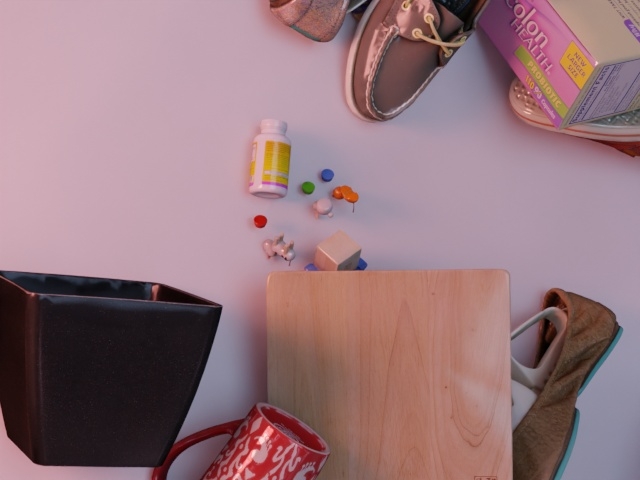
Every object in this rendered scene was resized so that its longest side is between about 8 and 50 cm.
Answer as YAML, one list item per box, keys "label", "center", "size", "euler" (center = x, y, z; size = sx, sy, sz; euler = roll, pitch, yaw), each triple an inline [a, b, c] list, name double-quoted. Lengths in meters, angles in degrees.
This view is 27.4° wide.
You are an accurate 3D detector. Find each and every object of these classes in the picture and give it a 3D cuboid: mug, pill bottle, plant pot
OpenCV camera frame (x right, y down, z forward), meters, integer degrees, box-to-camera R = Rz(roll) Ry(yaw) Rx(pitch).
- label: "mug"
  center: [-0.087, 0.249, 1.329]
  size: [0.150, 0.113, 0.169]
  euler: [33, 97, -5]
- label: "pill bottle"
  center: [-0.055, -0.091, 1.461]
  size: [0.043, 0.043, 0.083]
  euler: [10, 79, -26]
- label: "plant pot"
  center: [-0.223, 0.126, 1.278]
  size: [0.188, 0.187, 0.167]
  euler: [7, 92, -27]

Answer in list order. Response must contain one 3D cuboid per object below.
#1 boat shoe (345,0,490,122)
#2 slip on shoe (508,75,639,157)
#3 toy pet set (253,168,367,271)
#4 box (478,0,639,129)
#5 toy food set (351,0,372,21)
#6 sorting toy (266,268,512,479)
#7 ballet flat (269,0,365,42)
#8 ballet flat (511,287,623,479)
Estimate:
- label: "boat shoe"
  center: [0.132, -0.268, 1.508]
  size: [0.109, 0.091, 0.305]
  euler: [28, 93, -33]
- label: "slip on shoe"
  center: [0.391, -0.152, 1.668]
  size: [0.331, 0.101, 0.123]
  euler: [5, 54, -15]
- label: "toy pet set"
  center: [0.000, 0.000, 1.482]
  size: [0.122, 0.065, 0.114]
  euler: [-34, 64, -29]
- label: "box"
  center: [0.344, -0.270, 1.601]
  size: [0.243, 0.117, 0.214]
  euler: [-16, 60, -29]
- label: "toy food set"
  center: [0.078, -0.259, 1.565]
  size: [0.078, 0.019, 0.122]
  euler: [-22, 93, -28]
- label: "sorting toy"
  center: [0.075, 0.160, 1.412]
  size: [0.255, 0.089, 0.257]
  euler: [-1, 89, 6]
- label: "ballet flat"
  center: [0.052, -0.361, 1.529]
  size: [0.106, 0.107, 0.316]
  euler: [40, 76, -26]
- label: "ballet flat"
  center: [0.248, 0.171, 1.517]
  size: [0.124, 0.116, 0.342]
  euler: [36, 48, 0]
